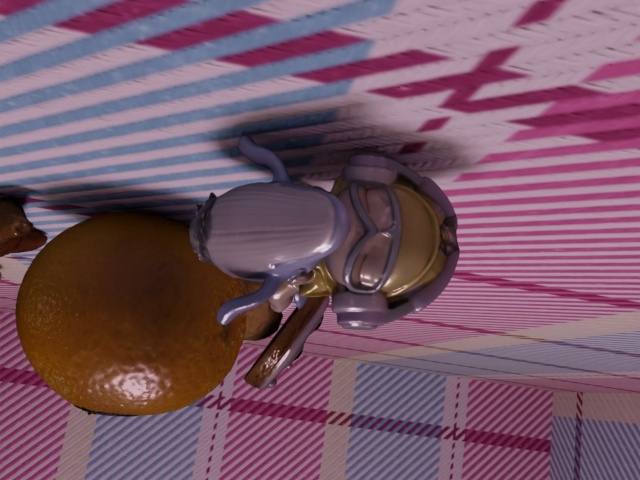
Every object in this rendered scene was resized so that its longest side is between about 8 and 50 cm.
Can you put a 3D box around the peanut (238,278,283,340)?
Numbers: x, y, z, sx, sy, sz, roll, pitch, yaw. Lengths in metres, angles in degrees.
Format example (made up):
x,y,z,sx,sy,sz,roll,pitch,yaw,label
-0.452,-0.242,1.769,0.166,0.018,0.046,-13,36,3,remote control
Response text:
x,y,z,sx,sy,sz,roll,pitch,yaw,label
-0.118,0.085,0.942,0.108,0.095,0.226,-14,156,18,peanut

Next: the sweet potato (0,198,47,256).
x,y,z,sx,sy,sz,roll,pitch,yaw,label
-0.365,-0.011,0.759,0.078,0.058,0.255,-9,177,-20,sweet potato

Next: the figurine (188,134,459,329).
x,y,z,sx,sy,sz,roll,pitch,yaw,label
0.000,0.000,0.469,0.184,0.128,0.208,5,175,-1,figurine

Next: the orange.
x,y,z,sx,sy,sz,roll,pitch,yaw,label
-0.195,0.076,0.686,0.236,0.236,0.236,7,167,2,orange

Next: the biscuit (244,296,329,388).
x,y,z,sx,sy,sz,roll,pitch,yaw,label
-0.044,0.149,0.994,0.049,0.181,0.208,37,160,-1,biscuit
